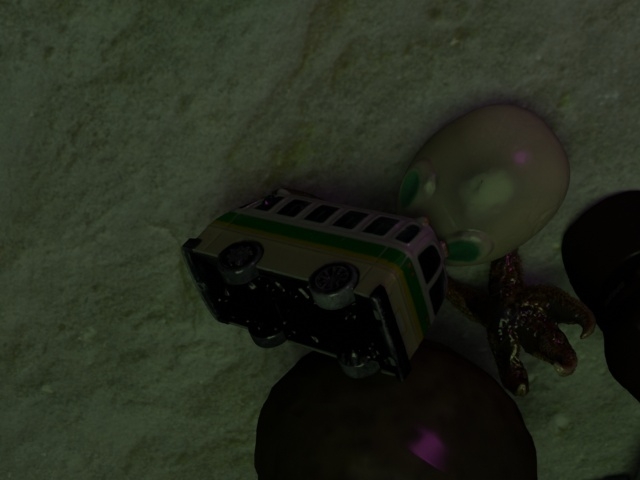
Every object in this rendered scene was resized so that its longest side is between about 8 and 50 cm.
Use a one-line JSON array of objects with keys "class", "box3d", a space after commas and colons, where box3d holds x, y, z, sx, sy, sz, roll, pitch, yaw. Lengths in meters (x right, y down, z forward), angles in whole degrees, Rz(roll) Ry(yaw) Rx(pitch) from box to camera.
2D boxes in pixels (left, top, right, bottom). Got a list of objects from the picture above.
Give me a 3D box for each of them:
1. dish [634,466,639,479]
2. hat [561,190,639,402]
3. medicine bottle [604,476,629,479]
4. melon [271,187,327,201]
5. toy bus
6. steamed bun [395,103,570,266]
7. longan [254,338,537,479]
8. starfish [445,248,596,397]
[{"class": "dish", "box3d": [0.548, 0.392, 1.305, 0.243, 0.080, 0.182, 18, 107, 13]}, {"class": "hat", "box3d": [0.414, 0.100, 1.144, 0.336, 0.209, 0.238, 44, 121, 16]}, {"class": "medicine bottle", "box3d": [0.415, 0.404, 1.426, 0.221, 0.061, 0.092, -15, 88, 17]}, {"class": "melon", "box3d": [0.007, 0.000, 1.313, 0.098, 0.054, 0.182, -17, 112, 34]}, {"class": "toy bus", "box3d": [-0.003, 0.038, 1.178, 0.305, 0.179, 0.143, 12, 138, 36]}, {"class": "steamed bun", "box3d": [0.192, -0.061, 1.178, 0.228, 0.131, 0.177, -35, 88, 22]}, {"class": "longan", "box3d": [0.093, 0.310, 1.245, 0.391, 0.391, 0.391, 4, 117, 9]}, {"class": "starfish", "box3d": [0.249, 0.087, 1.253, 0.238, 0.071, 0.216, 17, 89, 34]}]
